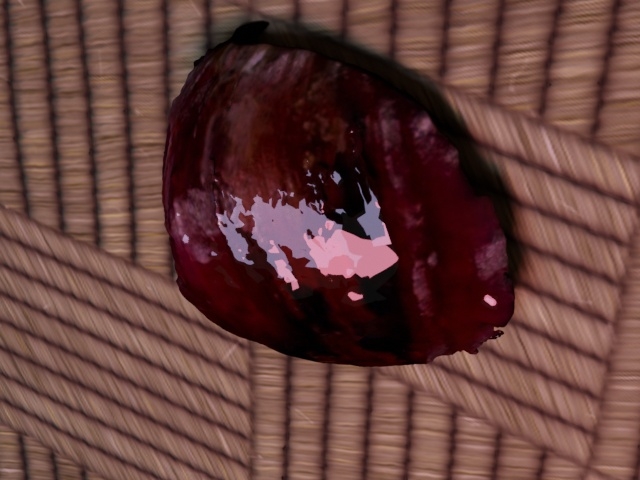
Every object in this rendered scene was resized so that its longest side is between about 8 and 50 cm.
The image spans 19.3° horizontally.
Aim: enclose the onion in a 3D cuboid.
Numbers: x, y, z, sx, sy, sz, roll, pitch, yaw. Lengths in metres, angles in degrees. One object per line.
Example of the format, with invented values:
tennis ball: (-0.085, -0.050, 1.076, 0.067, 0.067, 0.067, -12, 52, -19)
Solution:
onion: (0.000, 0.000, 1.460, 0.280, 0.146, 0.314, 9, 127, 39)
